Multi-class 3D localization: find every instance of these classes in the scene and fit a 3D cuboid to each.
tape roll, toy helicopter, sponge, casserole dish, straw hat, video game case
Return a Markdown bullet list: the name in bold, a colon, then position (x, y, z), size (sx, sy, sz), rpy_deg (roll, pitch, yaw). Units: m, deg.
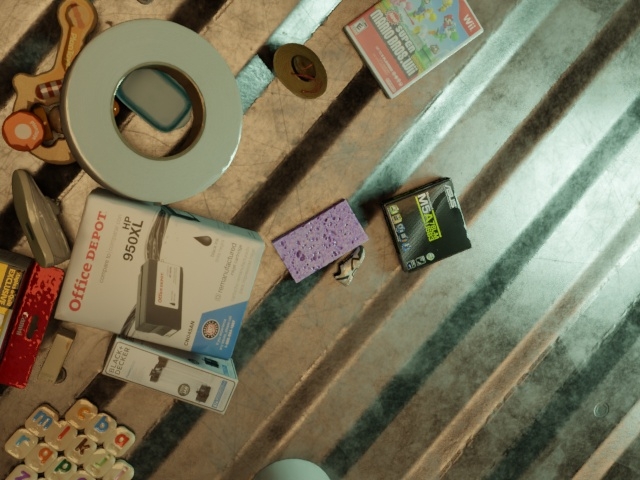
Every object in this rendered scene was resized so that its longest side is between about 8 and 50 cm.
- **tape roll**: position (-0.064, 0.688, 1.793), size (0.246, 0.169, 0.246), rpy_deg (-2, 99, -12)
- **toy helicopter**: position (-0.526, -0.335, 1.551), size (0.234, 0.140, 0.355), rpy_deg (11, 98, -21)
- **sponge**: position (0.000, 0.000, 1.766), size (0.210, 0.031, 0.117), rpy_deg (-31, 104, -5)
- **tape roll**: position (-0.355, -0.272, 1.562), size (0.391, 0.072, 0.392), rpy_deg (-2, 93, -30)
- **casserole dish**: position (-0.374, -0.325, 1.635), size (0.188, 0.037, 0.114), rpy_deg (40, 89, -15)
- **straw hat**: position (-0.033, -0.402, 1.677), size (0.144, 0.144, 0.061), rpy_deg (47, 50, -14)
- **video game case**: position (0.223, -0.502, 1.735), size (0.285, 0.025, 0.204), rpy_deg (-37, 104, -4)

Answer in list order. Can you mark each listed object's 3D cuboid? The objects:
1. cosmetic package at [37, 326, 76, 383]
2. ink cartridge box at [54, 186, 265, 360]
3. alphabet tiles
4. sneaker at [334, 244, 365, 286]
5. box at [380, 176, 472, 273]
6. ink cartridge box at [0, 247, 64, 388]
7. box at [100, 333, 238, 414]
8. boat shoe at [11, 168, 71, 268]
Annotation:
- **cosmetic package**: position (-0.604, 0.263, 1.671), size (0.041, 0.060, 0.115), rpy_deg (24, 95, -15)
- **ink cartridge box**: position (-0.358, 0.074, 1.635), size (0.394, 0.166, 0.286), rpy_deg (16, 95, -13)
- **alphabet tiles**: position (-0.594, 0.520, 1.733), size (0.284, 0.021, 0.278), rpy_deg (42, 89, -14)
- **sneaker**: position (0.072, 0.058, 1.786), size (0.043, 0.040, 0.109), rpy_deg (28, 92, -12)
- **box**: position (0.264, -0.038, 1.808), size (0.184, 0.045, 0.191), rpy_deg (-20, 103, -5)
- **ink cartridge box**: position (-0.744, 0.173, 1.592), size (0.271, 0.130, 0.310), rpy_deg (18, 95, -15)
- **box**: position (-0.344, 0.287, 1.672), size (0.289, 0.169, 0.087), rpy_deg (22, 94, -13)
- **boat shoe**: position (-0.614, -0.052, 1.612), size (0.081, 0.079, 0.228), rpy_deg (-18, 87, -42)
